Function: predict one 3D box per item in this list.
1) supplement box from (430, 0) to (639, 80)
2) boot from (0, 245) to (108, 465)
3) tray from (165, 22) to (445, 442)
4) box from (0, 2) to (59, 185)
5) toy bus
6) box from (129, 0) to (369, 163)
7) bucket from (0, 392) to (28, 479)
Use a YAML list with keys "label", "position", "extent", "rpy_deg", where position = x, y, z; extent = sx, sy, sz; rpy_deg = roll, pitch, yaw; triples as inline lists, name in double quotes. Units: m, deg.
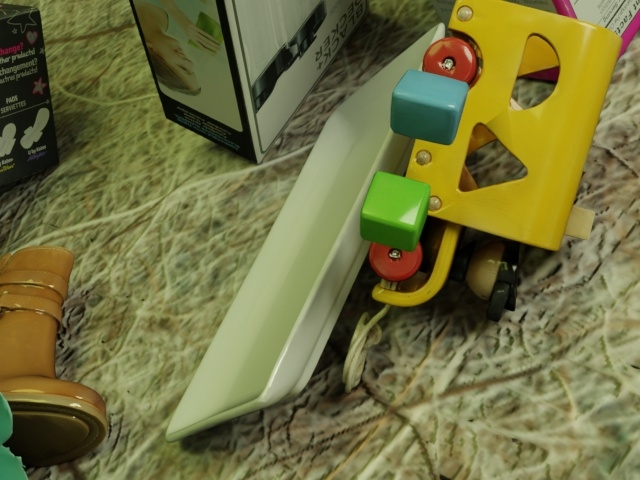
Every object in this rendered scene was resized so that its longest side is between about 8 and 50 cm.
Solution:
- label: "supplement box"
  position: [0.114, -0.209, 0.681]
  extent: [0.111, 0.220, 0.114]
  rpy_deg: [18, 63, 44]
- label: "boot"
  position: [-0.197, 0.068, 0.766]
  extent: [0.197, 0.073, 0.152]
  rpy_deg: [-3, 46, 32]
- label: "tray"
  position: [0.000, 0.000, 0.680]
  extent: [0.145, 0.030, 0.270]
  rpy_deg: [-31, 29, 57]
- label: "box"
  position: [-0.367, -0.126, 0.948]
  extent: [0.247, 0.142, 0.163]
  rpy_deg: [13, 28, 31]
- label: "toy bus"
  position: [0.094, -0.027, 0.604]
  extent: [0.104, 0.202, 0.191]
  rpy_deg: [16, 50, 11]
- label: "box"
  position: [-0.046, -0.200, 0.739]
  extent: [0.087, 0.290, 0.169]
  rpy_deg: [27, 66, 16]
- label: "bucket"
  position: [-0.320, 0.158, 0.617]
  extent: [0.183, 0.281, 0.281]
  rpy_deg: [4, 54, 39]
